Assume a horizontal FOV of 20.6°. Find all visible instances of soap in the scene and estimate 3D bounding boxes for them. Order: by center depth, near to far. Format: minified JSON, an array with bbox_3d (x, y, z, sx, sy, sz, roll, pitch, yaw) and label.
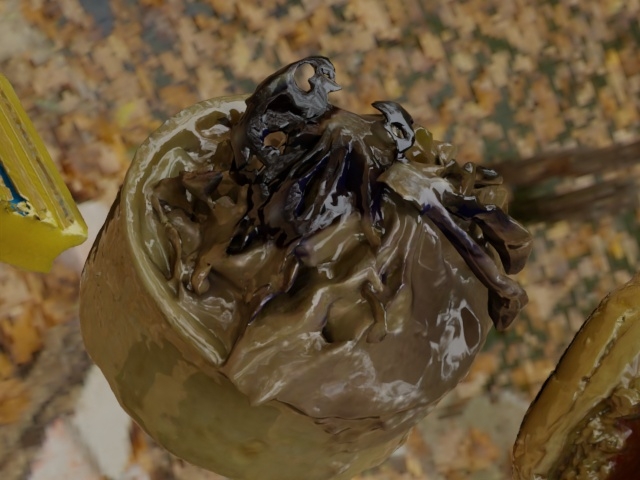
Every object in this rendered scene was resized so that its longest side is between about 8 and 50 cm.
[{"bbox_3d":[-0.429,-0.113,2.170,0.204,0.096,0.324,27,26,-55],"label":"soap"}]

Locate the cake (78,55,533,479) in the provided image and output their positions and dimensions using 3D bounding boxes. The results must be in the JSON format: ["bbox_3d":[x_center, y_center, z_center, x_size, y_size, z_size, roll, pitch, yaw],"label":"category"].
[{"bbox_3d":[0.002,-0.006,1.370,0.332,0.321,0.332,17,48,-19],"label":"cake"}]

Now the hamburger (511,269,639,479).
[{"bbox_3d":[0.244,0.125,1.231,0.244,0.244,0.163,-6,40,-48],"label":"hamburger"}]
